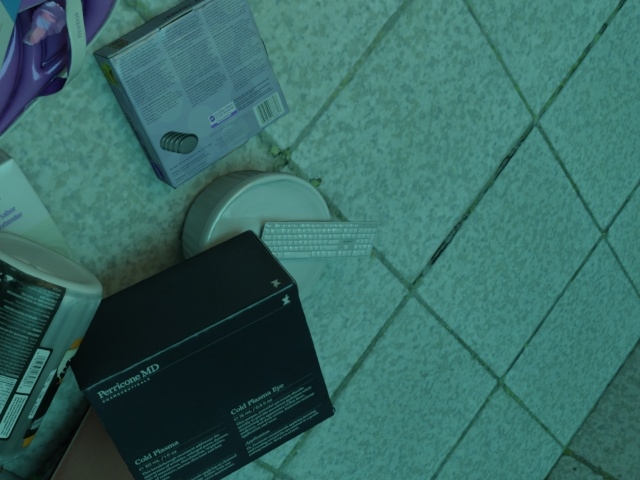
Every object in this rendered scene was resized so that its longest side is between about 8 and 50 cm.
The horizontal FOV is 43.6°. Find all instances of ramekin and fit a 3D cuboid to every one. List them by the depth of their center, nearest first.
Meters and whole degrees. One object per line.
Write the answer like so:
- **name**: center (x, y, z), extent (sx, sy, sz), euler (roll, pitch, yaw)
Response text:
- **ramekin**: center (-0.121, -0.002, 1.422), extent (0.273, 0.127, 0.273), euler (-16, 118, -32)

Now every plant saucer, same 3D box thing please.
- **plant saucer**: center (-0.358, 0.398, 1.403), extent (0.258, 0.048, 0.259), euler (53, 48, -39)

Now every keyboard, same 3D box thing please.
- **keyboard**: center (0.000, 0.000, 1.422), extent (0.256, 0.014, 0.072), euler (-1, 109, -38)

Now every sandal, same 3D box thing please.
- **sandal**: center (-0.380, -0.264, 1.061), extent (0.169, 0.102, 0.416), euler (23, 111, -43)

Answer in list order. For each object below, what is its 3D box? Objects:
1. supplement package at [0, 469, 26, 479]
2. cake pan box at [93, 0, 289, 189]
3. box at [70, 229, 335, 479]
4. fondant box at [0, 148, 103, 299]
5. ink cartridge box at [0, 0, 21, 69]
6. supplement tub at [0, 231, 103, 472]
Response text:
- **supplement package**: center (-0.544, 0.527, 1.265), extent (0.262, 0.199, 0.198), euler (-51, 131, -9)
- **cake pan box**: center (-0.194, -0.256, 1.298), extent (0.267, 0.070, 0.245), euler (-38, 130, -20)
- **box**: center (-0.187, 0.208, 1.278), extent (0.343, 0.179, 0.312), euler (-26, 130, -16)
- **fondant box**: center (-0.488, 0.062, 1.184), extent (0.238, 0.096, 0.330), euler (-37, 126, -20)
- **ink cartridge box**: center (-0.502, -0.301, 0.883), extent (0.270, 0.197, 0.198), euler (1, 110, -70)
- **supplement tub**: center (-0.443, 0.162, 1.071), extent (0.193, 0.193, 0.316), euler (25, 94, -42)
